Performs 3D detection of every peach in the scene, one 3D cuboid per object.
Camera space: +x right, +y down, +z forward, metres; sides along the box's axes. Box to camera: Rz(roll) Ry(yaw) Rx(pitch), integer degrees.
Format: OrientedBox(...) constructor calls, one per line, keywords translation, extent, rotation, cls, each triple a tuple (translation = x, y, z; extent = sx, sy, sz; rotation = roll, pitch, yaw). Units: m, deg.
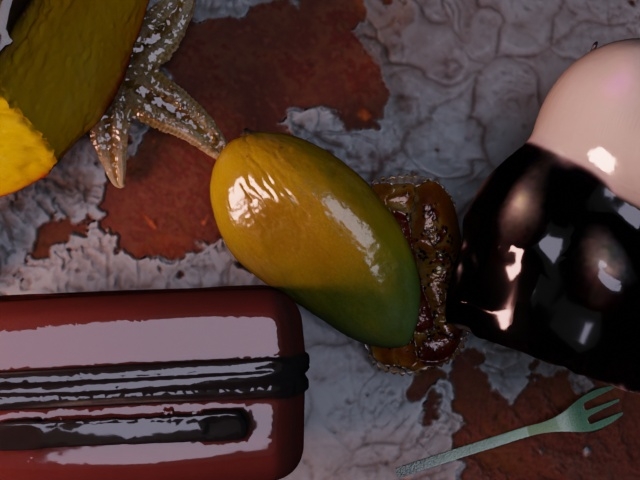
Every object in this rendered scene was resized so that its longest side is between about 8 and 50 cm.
OrientedBox(translation=(-0.321, -0.203, 1.050), extent=(0.380, 0.242, 0.306), rotation=(-10, 66, 10), cls="peach")

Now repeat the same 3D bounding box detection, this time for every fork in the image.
OrientedBox(translation=(0.187, 0.193, 1.209), extent=(0.235, 0.021, 0.039), rotation=(-17, 87, -8), cls="fork")

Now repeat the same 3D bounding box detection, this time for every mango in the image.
OrientedBox(translation=(0.001, -0.006, 1.129), extent=(0.237, 0.091, 0.137), rotation=(33, 121, 10), cls="mango")

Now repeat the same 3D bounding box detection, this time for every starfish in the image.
OrientedBox(translation=(-0.165, -0.173, 1.164), extent=(0.138, 0.050, 0.248), rotation=(-14, 93, -9), cls="starfish")

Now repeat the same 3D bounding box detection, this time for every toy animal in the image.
OrientedBox(translation=(0.262, -0.032, 1.111), extent=(0.250, 0.251, 0.310), rotation=(21, 88, -6), cls="toy animal")

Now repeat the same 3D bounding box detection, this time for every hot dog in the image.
OrientedBox(translation=(0.087, 0.031, 1.185), extent=(0.108, 0.059, 0.191), rotation=(-6, 91, -3), cls="hot dog")

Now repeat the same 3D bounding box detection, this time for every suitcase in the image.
OrientedBox(translation=(-0.161, 0.121, 1.059), extent=(0.297, 0.236, 0.161), rotation=(-1, 89, -7), cls="suitcase")
